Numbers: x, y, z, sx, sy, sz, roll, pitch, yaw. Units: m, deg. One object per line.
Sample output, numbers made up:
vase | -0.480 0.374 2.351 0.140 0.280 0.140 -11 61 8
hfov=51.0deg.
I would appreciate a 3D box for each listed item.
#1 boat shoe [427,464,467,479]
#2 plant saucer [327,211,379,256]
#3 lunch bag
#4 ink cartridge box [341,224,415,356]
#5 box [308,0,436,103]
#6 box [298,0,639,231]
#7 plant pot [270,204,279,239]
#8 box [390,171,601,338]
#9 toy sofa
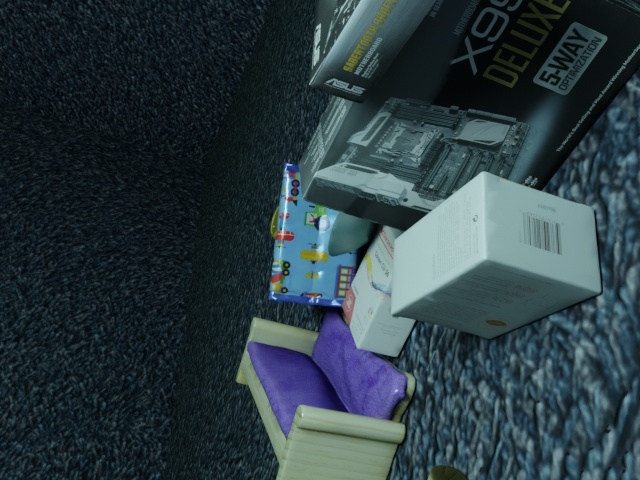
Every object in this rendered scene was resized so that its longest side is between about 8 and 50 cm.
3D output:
boat shoe | 0.136 0.293 0.664 0.153 0.056 0.048 -109 30 -62
plant saucer | 0.076 -0.054 0.952 0.195 0.037 0.195 -54 -16 -24
lunch bag | 0.000 0.000 1.186 0.293 0.138 0.220 73 -156 -86
ink cartridge box | 0.104 0.046 0.931 0.115 0.067 0.198 -112 42 -62
box | 0.056 -0.264 0.581 0.183 0.056 0.231 130 150 -52
box | 0.147 -0.142 0.689 0.076 0.243 0.307 -96 29 -49
plant pot | -0.048 -0.029 1.390 0.134 0.095 0.134 -165 90 -72
box | 0.166 0.023 0.671 0.170 0.130 0.091 138 143 -57
toy sofa | -0.010 0.210 0.999 0.362 0.150 0.177 -141 67 -70
